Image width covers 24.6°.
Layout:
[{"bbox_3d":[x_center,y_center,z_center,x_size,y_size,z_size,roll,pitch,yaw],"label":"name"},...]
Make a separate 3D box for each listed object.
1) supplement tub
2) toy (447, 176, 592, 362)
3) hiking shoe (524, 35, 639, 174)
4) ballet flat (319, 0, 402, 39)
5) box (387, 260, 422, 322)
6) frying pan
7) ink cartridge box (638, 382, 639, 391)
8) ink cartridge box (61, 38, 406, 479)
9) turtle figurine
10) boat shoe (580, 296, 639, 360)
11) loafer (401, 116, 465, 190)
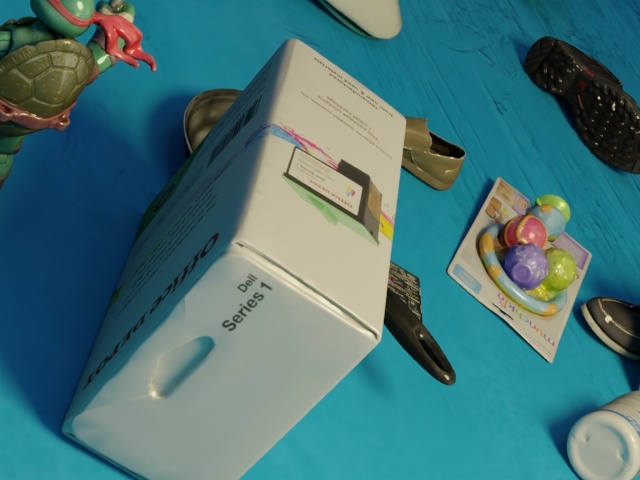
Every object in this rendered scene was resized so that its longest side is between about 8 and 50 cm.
[{"bbox_3d":[0.275,0.180,1.336,0.071,0.071,0.107,52,31,15],"label":"supplement tub"},{"bbox_3d":[0.221,0.011,1.505,0.137,0.056,0.237,40,29,-3],"label":"toy"},{"bbox_3d":[0.371,-0.181,1.907,0.114,0.086,0.227,-11,58,-52],"label":"hiking shoe"},{"bbox_3d":[-0.025,-0.395,1.618,0.400,0.139,0.139,46,29,-8],"label":"ballet flat"},{"bbox_3d":[0.052,0.040,1.297,0.083,0.018,0.067,31,31,-21],"label":"box"},{"bbox_3d":[0.010,-0.011,1.263,0.326,0.053,0.197,42,31,5],"label":"frying pan"},{"bbox_3d":[0.438,0.116,1.523,0.212,0.093,0.154,18,81,-40],"label":"ink cartridge box"},{"bbox_3d":[-0.050,0.017,1.014,0.117,0.201,0.278,34,31,-15],"label":"ink cartridge box"},{"bbox_3d":[-0.207,-0.118,0.966,0.175,0.234,0.118,18,37,-38],"label":"turtle figurine"},{"bbox_3d":[0.361,0.088,1.564,0.206,0.065,0.075,19,37,-36],"label":"boat shoe"},{"bbox_3d":[0.087,-0.106,1.499,0.148,0.050,0.056,28,32,-25],"label":"loafer"}]
